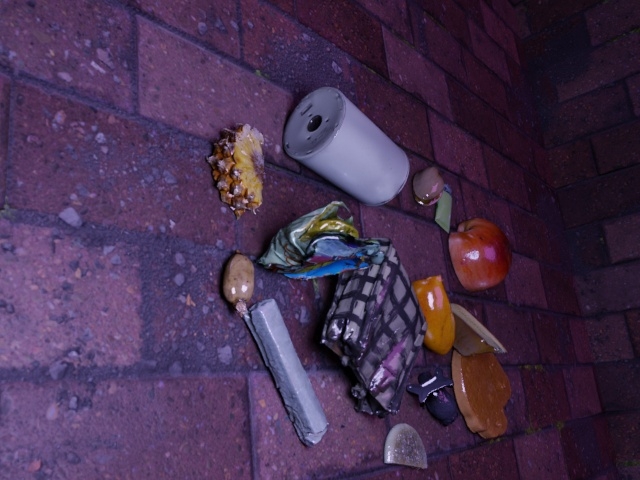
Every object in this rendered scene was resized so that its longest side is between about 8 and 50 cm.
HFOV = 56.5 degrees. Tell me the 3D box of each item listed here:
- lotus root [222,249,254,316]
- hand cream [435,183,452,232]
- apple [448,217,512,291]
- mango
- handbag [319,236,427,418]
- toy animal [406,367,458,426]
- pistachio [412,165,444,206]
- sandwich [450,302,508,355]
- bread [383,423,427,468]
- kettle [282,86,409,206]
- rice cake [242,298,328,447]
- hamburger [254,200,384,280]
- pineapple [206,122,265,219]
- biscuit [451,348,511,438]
[{"bbox_3d":[-0.170,0.088,1.247,0.072,0.063,0.152,32,47,-54],"label":"lotus root"},{"bbox_3d":[0.445,-0.122,2.155,0.095,0.045,0.175,37,55,-39],"label":"hand cream"},{"bbox_3d":[0.608,0.037,2.198,0.251,0.163,0.293,60,36,-17],"label":"apple"},{"bbox_3d":[0.340,0.227,1.800,0.154,0.126,0.252,-33,109,-64],"label":"mango"},{"bbox_3d":[0.137,0.214,1.482,0.325,0.162,0.327,62,38,-35],"label":"handbag"},{"bbox_3d":[0.331,0.463,1.745,0.117,0.121,0.210,46,-14,50],"label":"toy animal"},{"bbox_3d":[0.366,-0.184,2.032,0.113,0.113,0.149,51,48,-26],"label":"pistachio"},{"bbox_3d":[0.481,0.303,1.921,0.094,0.096,0.258,-2,33,-32],"label":"sandwich"},{"bbox_3d":[0.233,0.547,1.596,0.193,0.036,0.112,29,52,-43],"label":"bread"},{"bbox_3d":[0.059,-0.249,1.611,0.318,0.265,0.205,28,86,-43],"label":"kettle"},{"bbox_3d":[-0.069,0.289,1.291,0.066,0.063,0.337,-31,100,-50],"label":"rice cake"},{"bbox_3d":[0.006,-0.005,1.349,0.260,0.276,0.151,7,72,-44],"label":"hamburger"},{"bbox_3d":[-0.190,-0.174,1.326,0.135,0.079,0.233,38,41,-48],"label":"pineapple"},{"bbox_3d":[0.537,0.496,1.995,0.351,0.057,0.312,36,49,-36],"label":"biscuit"}]
